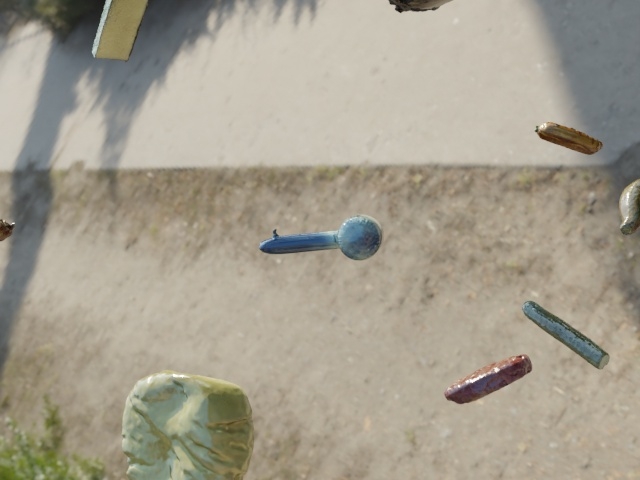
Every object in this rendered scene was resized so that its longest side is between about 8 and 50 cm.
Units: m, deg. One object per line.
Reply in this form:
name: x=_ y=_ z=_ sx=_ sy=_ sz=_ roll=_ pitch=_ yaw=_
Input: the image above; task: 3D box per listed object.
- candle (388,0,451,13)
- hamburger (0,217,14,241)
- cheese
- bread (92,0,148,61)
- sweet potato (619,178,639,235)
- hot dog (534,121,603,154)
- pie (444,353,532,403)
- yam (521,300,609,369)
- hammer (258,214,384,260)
candle: x=0.190 y=-0.378 z=1.064 sx=0.330 sy=0.187 sz=0.188 roll=-15 pitch=49 yaw=48
hamburger: x=-0.612 y=-0.060 z=1.412 sx=0.245 sy=0.282 sz=0.155 roll=-34 pitch=22 yaw=-8
cheese: x=-0.206 y=0.307 z=1.528 sx=0.225 sy=0.117 sz=0.214 roll=-5 pitch=79 yaw=36
bread: x=-0.349 y=-0.379 z=1.749 sx=0.028 sy=0.068 sz=0.154 roll=61 pitch=139 yaw=34
sweet potato: x=0.612 y=-0.083 z=1.841 sx=0.081 sy=0.233 sz=0.062 roll=45 pitch=145 yaw=28
hot dog: x=0.435 y=-0.181 z=1.749 sx=0.049 sy=0.122 sz=0.037 roll=125 pitch=163 yaw=-83
pie: x=0.326 y=0.269 z=1.952 sx=0.182 sy=0.182 sz=0.050 roll=-29 pitch=82 yaw=41
yam: x=0.243 y=0.092 z=0.999 sx=0.021 sy=0.021 sz=0.116 roll=-55 pitch=40 yaw=5
hammer: x=0.000 y=0.000 z=1.540 sx=0.116 sy=0.193 sz=0.070 roll=-30 pitch=-65 yaw=-82
